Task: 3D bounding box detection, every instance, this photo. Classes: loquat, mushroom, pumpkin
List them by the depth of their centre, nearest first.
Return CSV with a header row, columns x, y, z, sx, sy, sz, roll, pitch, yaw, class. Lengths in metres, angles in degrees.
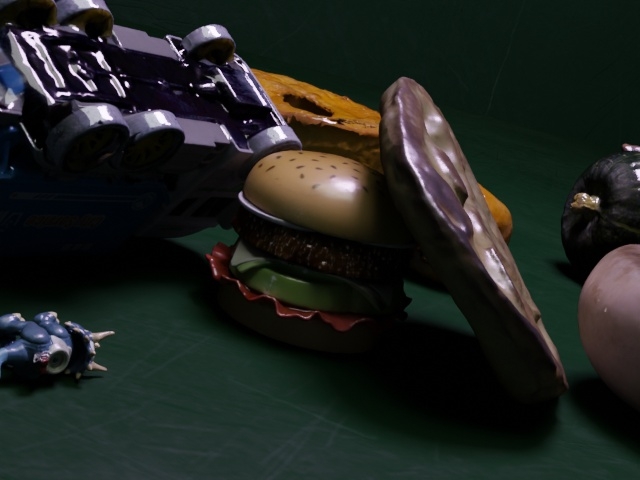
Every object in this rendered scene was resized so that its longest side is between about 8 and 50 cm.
x,y,z,sx,sy,sz,roll,pitch,yaw,class
0.323,0.070,0.957,0.226,0.178,0.226,25,14,-6,mushroom
0.129,-0.011,1.224,0.137,0.113,0.137,25,33,-17,loquat
0.356,-0.023,1.413,0.125,0.167,0.167,-6,23,-29,pumpkin

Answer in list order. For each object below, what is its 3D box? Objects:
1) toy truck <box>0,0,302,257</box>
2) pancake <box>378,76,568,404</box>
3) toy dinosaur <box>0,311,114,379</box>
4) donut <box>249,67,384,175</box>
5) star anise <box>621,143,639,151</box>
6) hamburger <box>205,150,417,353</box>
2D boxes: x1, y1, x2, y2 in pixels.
x,y,z,sx,sy,sz,roll,pitch,yaw,class
-0.177,-0.085,0.913,0.367,0.175,0.146,1,53,-55,toy truck
0.118,0.006,0.928,0.294,0.049,0.294,58,12,-20,pancake
-0.162,0.065,0.703,0.047,0.031,0.083,25,16,39,toy dinosaur
-0.028,-0.135,1.522,0.277,0.109,0.277,16,14,-4,donut
0.500,-0.013,1.497,0.315,0.108,0.315,42,-7,7,star anise
-0.001,0.001,0.936,0.175,0.137,0.175,13,16,-4,hamburger
